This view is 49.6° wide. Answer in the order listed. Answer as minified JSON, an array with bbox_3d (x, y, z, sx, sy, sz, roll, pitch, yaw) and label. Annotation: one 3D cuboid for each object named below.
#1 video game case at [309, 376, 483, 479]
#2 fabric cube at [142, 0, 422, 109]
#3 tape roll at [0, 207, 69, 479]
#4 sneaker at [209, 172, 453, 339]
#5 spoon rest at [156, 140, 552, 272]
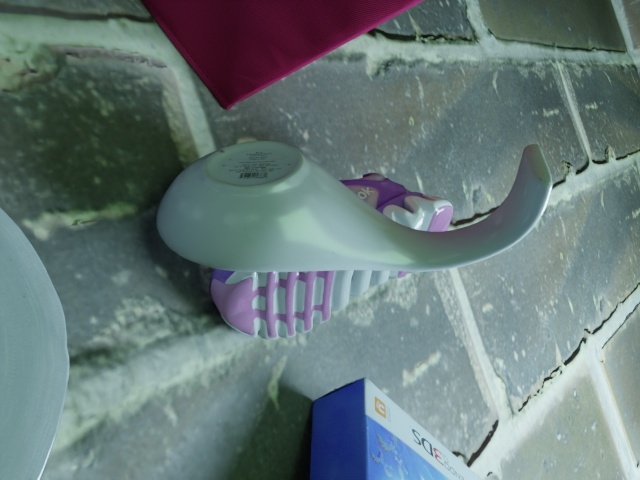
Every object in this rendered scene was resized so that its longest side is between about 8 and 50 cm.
[{"bbox_3d":[0.086,0.281,0.537,0.244,0.061,0.269,44,29,-29],"label":"video game case"},{"bbox_3d":[-0.017,-0.312,0.558,0.259,0.258,0.254,51,43,-24],"label":"fabric cube"},{"bbox_3d":[-0.217,0.056,0.269,0.219,0.072,0.219,23,48,-28],"label":"tape roll"},{"bbox_3d":[0.000,0.000,0.593,0.236,0.095,0.104,-22,52,-35],"label":"sneaker"},{"bbox_3d":[0.018,-0.021,0.502,0.137,0.276,0.084,-79,167,-54],"label":"spoon rest"}]
